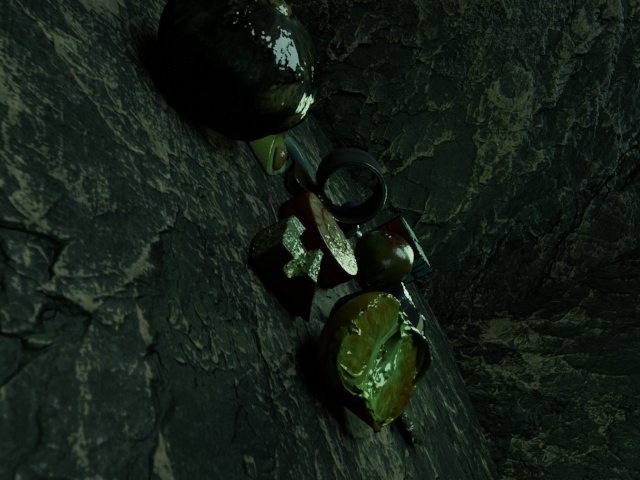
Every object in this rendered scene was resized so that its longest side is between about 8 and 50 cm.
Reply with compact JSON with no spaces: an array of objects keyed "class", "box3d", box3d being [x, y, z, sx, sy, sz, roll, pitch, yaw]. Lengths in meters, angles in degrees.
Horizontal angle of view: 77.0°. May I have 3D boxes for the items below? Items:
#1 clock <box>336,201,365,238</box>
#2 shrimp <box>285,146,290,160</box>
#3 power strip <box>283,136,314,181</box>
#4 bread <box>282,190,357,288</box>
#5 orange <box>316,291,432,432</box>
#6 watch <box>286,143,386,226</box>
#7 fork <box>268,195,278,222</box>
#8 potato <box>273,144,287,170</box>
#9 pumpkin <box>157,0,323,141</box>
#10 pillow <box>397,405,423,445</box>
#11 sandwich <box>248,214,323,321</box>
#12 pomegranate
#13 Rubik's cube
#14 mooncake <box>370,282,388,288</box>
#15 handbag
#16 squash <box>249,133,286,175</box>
[{"class":"clock","box3d":[0.143,-0.099,1.950,0.199,0.147,0.243,54,22,-5]},{"class":"shrimp","box3d":[-0.172,-0.389,1.672,0.091,0.034,0.161,20,34,-50]},{"class":"power strip","box3d":[-0.101,-0.360,1.801,0.253,0.054,0.167,63,12,9]},{"class":"bread","box3d":[0.002,0.004,1.325,0.327,0.114,0.295,54,16,-29]},{"class":"orange","box3d":[0.125,0.275,0.964,0.334,0.262,0.196,46,-13,-21]},{"class":"watch","box3d":[0.082,-0.217,1.592,0.335,0.327,0.314,53,16,-25]},{"class":"fork","box3d":[-0.143,-0.092,1.234,0.016,0.012,0.115,28,40,-58]},{"class":"potato","box3d":[-0.139,-0.290,1.403,0.037,0.036,0.093,50,49,-81]},{"class":"pumpkin","box3d":[-0.197,-0.488,1.084,0.455,0.344,0.454,29,42,-30]},{"class":"pillow","box3d":[0.262,0.553,1.273,0.241,0.051,0.093,63,15,1]},{"class":"sandwich","box3d":[-0.059,0.075,0.973,0.235,0.128,0.122,54,24,-22]},{"class":"pomegranate","box3d":[0.262,0.107,1.838,0.291,0.323,0.290,21,35,-16]},{"class":"Rubik's cube","box3d":[0.417,0.079,2.233,0.288,0.284,0.293,42,27,-53]},{"class":"mooncake","box3d":[0.255,0.301,1.572,0.275,0.135,0.275,55,18,-28]},{"class":"handbag","box3d":[0.168,0.238,1.171,0.181,0.255,0.181,57,30,-19]},{"class":"squash","box3d":[-0.218,-0.346,1.456,0.237,0.155,0.203,-60,156,-75]}]
